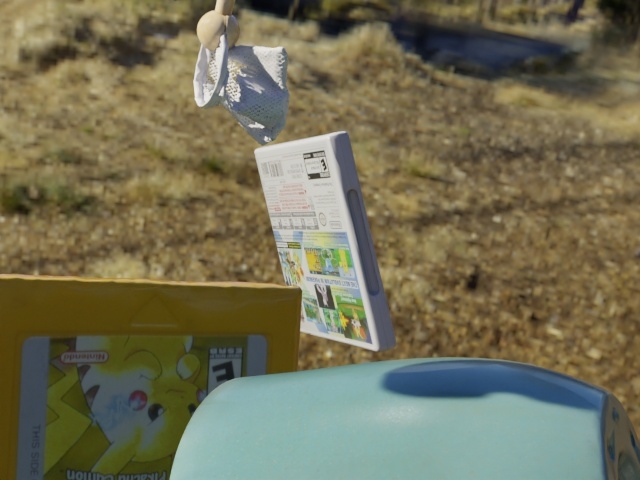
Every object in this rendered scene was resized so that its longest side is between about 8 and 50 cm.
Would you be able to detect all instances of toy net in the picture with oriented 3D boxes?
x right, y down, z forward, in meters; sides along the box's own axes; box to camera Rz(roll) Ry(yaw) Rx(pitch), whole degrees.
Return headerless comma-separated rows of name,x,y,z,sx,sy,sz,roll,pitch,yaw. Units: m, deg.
toy net,-0.098,-0.167,0.786,0.122,0.232,0.045,-22,0,39

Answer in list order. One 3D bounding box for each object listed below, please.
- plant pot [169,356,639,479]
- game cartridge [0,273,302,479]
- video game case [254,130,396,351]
plant pot,0.081,0.202,0.693,0.235,0.293,0.293,-15,15,22
game cartridge,-0.145,0.191,0.905,0.285,0.324,0.052,3,-2,-34
video game case,0.000,0.000,1.684,0.036,0.300,0.329,-15,6,-20
